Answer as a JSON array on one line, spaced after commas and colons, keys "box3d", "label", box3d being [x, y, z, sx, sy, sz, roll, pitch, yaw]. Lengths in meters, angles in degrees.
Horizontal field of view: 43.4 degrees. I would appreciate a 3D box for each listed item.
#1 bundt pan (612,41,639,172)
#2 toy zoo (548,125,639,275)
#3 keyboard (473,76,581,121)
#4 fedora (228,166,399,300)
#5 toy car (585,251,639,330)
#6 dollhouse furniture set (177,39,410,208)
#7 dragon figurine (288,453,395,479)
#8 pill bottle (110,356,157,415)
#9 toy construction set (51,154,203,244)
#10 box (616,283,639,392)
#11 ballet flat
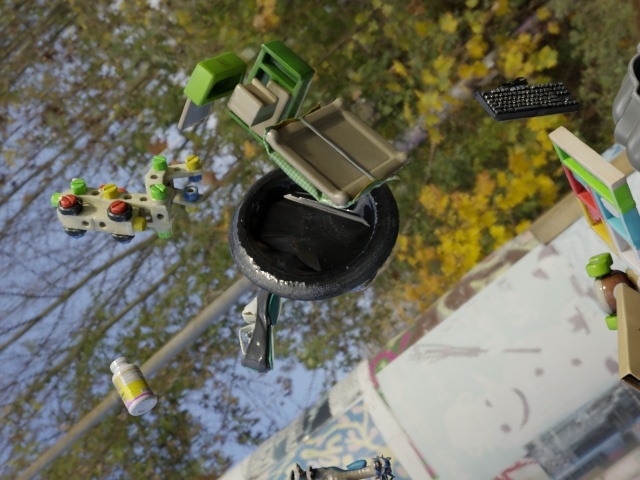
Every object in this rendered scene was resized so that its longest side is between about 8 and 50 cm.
[{"box3d": [0.608, -0.171, 1.269, 0.331, 0.331, 0.124, 53, 149, 22], "label": "bundt pan"}, {"box3d": [0.500, -0.046, 1.392, 0.293, 0.030, 0.192, 53, -175, -36], "label": "toy zoo"}, {"box3d": [0.358, -0.255, 1.413, 0.023, 0.180, 0.108, 102, 150, -42], "label": "keyboard"}, {"box3d": [0.000, 0.000, 1.494, 0.334, 0.334, 0.152, 57, 177, 37], "label": "fedora"}, {"box3d": [0.709, 0.091, 1.785, 0.149, 0.188, 0.155, -24, -86, -64], "label": "toy car"}, {"box3d": [-0.045, -0.134, 1.196, 0.301, 0.151, 0.197, 42, -139, 12], "label": "dollhouse furniture set"}, {"box3d": [0.035, 0.420, 1.379, 0.289, 0.144, 0.085, 129, 141, -64], "label": "dragon figurine"}, {"box3d": [-0.276, 0.212, 1.180, 0.083, 0.043, 0.043, 52, -171, 28], "label": "pill bottle"}, {"box3d": [-0.412, -0.086, 1.643, 0.215, 0.328, 0.151, -74, -26, -48], "label": "toy construction set"}, {"box3d": [0.491, 0.165, 1.138, 0.164, 0.021, 0.201, 32, -142, -5], "label": "box"}, {"box3d": [-0.111, 0.151, 1.462, 0.074, 0.074, 0.203, 44, -145, -34], "label": "ballet flat"}]
